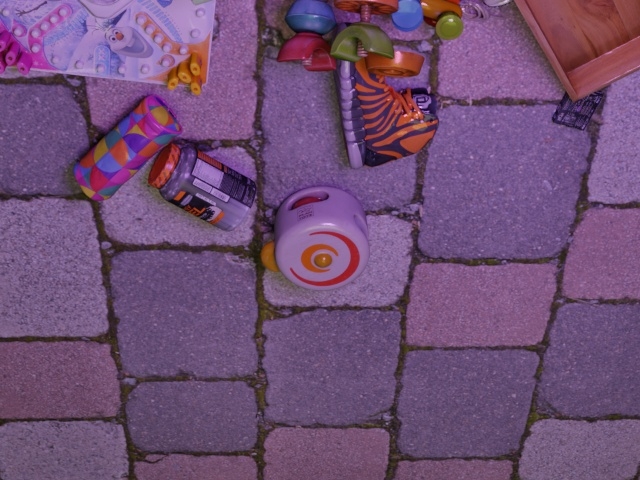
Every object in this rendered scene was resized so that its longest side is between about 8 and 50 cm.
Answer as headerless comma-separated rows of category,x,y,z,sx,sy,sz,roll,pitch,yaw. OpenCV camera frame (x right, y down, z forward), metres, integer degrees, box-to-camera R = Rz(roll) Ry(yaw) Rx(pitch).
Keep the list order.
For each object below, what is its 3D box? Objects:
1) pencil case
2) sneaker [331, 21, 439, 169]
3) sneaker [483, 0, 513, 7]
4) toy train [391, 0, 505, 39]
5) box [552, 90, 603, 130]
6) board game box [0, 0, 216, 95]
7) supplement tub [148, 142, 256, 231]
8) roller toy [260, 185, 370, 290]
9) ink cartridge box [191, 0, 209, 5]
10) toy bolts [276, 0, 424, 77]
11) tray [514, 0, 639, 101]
pencil case,-0.367,-0.173,1.973,0.236,0.104,0.104,-36,122,26
sneaker,0.121,-0.276,1.913,0.180,0.124,0.321,-11,139,0
sneaker,0.342,-0.470,1.794,0.161,0.057,0.075,-30,118,12
toy train,0.222,-0.393,1.791,0.248,0.143,0.105,15,127,-15
box,0.493,-0.256,2.000,0.067,0.018,0.083,12,128,-13
board game box,-0.373,-0.439,1.780,0.390,0.050,0.389,5,129,-8
supplement tub,-0.230,-0.106,2.019,0.190,0.117,0.117,28,122,-23
roller toy,0.000,0.000,2.100,0.209,0.146,0.191,19,125,-17
ink cartridge box,-0.069,-0.532,1.645,0.354,0.119,0.207,-19,130,-9
toy bolts,0.054,-0.364,1.710,0.229,0.158,0.218,4,178,36
tray,0.454,-0.393,1.750,0.203,0.076,0.411,-27,152,17
